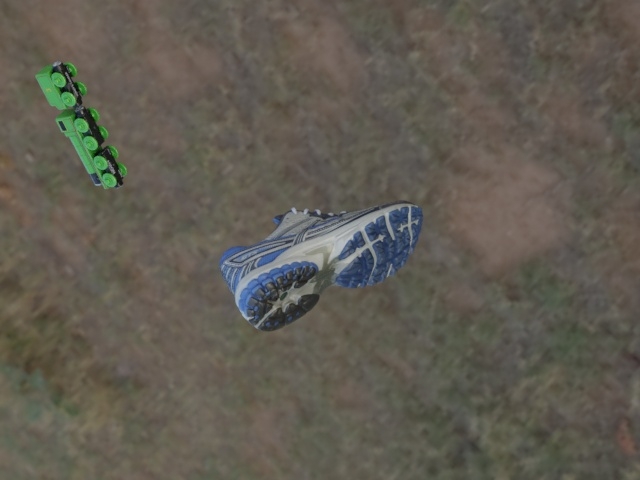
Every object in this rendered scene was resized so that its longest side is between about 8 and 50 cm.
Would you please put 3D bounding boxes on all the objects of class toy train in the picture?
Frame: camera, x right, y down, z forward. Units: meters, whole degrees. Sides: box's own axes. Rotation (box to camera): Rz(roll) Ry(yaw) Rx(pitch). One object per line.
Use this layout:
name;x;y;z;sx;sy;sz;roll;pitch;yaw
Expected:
toy train;-0.137;-0.065;0.797;0.023;0.017;0.083;-5;122;32

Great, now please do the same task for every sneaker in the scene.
sneaker;0.000;0.000;0.818;0.058;0.135;0.052;43;142;37
